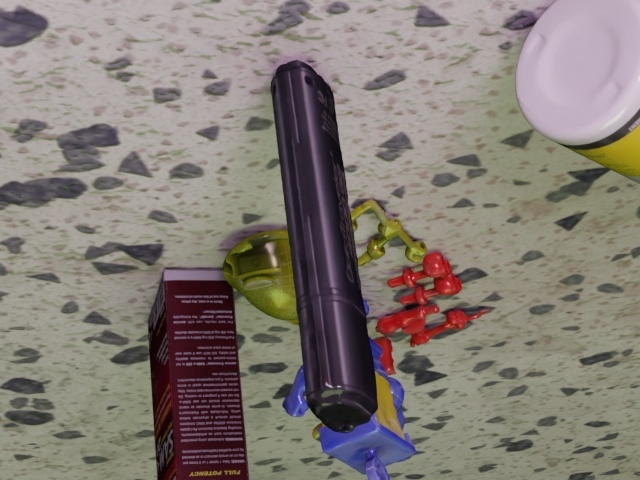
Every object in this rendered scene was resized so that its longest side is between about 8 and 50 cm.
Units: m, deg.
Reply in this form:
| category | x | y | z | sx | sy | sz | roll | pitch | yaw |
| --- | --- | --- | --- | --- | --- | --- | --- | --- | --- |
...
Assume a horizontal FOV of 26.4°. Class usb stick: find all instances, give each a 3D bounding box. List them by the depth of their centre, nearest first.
| category | x | y | z | sx | sy | sz | roll | pitch | yaw |
| --- | --- | --- | --- | --- | --- | --- | --- | --- | --- |
| usb stick | 0.000 | 0.000 | 0.985 | 0.045 | 0.278 | 0.077 | -15 | 153 | 16 |

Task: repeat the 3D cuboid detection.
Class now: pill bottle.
| category | x | y | z | sx | sy | sz | roll | pitch | yaw |
| --- | --- | --- | --- | --- | --- | --- | --- | --- | --- |
| pill bottle | 0.253 | -0.103 | 1.027 | 0.119 | 0.119 | 0.208 | -29 | 148 | 37 |

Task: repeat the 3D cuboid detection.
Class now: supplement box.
| category | x | y | z | sx | sy | sz | roll | pitch | yaw |
| --- | --- | --- | --- | --- | --- | --- | --- | --- | --- |
| supplement box | -0.122 | 0.162 | 1.330 | 0.073 | 0.239 | 0.130 | 0 | 153 | -15 |

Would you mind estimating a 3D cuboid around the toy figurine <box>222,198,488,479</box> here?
| category | x | y | z | sx | sy | sz | roll | pitch | yaw |
| --- | --- | --- | --- | --- | --- | --- | --- | --- | --- |
| toy figurine | 0.054 | 0.138 | 1.357 | 0.191 | 0.217 | 0.362 | -16 | 154 | 17 |
